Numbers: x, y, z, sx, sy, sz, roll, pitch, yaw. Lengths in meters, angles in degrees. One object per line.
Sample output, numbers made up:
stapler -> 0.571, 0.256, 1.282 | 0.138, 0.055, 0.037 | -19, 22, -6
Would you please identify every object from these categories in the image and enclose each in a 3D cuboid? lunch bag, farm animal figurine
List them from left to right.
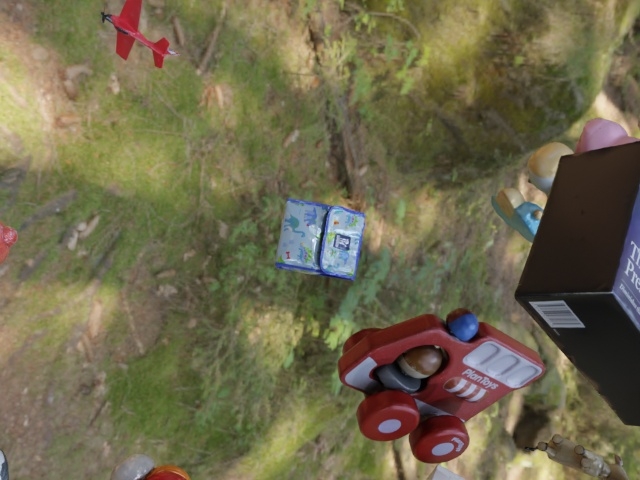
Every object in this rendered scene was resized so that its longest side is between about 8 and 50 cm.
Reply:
lunch bag -> 0.000, 0.000, 1.169 | 0.096, 0.151, 0.128 | 121, -20, -83
farm animal figurine -> 0.596, 0.528, 1.241 | 0.172, 0.327, 0.330 | 38, 39, -48

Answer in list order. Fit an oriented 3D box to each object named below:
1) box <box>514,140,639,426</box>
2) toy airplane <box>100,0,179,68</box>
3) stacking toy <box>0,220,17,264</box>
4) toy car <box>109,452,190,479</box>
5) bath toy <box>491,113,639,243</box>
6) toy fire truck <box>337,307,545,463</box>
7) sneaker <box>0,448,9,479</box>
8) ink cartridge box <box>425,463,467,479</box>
box -> 0.329, 0.054, 0.666 | 0.261, 0.103, 0.184 | 43, 57, -29
toy airplane -> -0.322, -0.360, 1.132 | 0.151, 0.151, 0.028 | 85, 21, -45
stacking toy -> -0.570, -0.031, 0.896 | 0.130, 0.309, 0.279 | -54, -170, -18
toy car -> -0.263, 0.416, 0.978 | 0.159, 0.136, 0.182 | 60, 25, -4
bath toy -> 0.455, -0.128, 1.040 | 0.151, 0.348, 0.129 | 58, -2, -15
toy fire truck -> 0.191, 0.214, 1.056 | 0.254, 0.302, 0.169 | -44, -147, 24
sneaker -> -0.452, 0.326, 0.750 | 0.211, 0.080, 0.081 | -47, 143, 2
ink cartridge box -> 0.209, 0.433, 1.022 | 0.090, 0.143, 0.092 | -55, 165, -33
